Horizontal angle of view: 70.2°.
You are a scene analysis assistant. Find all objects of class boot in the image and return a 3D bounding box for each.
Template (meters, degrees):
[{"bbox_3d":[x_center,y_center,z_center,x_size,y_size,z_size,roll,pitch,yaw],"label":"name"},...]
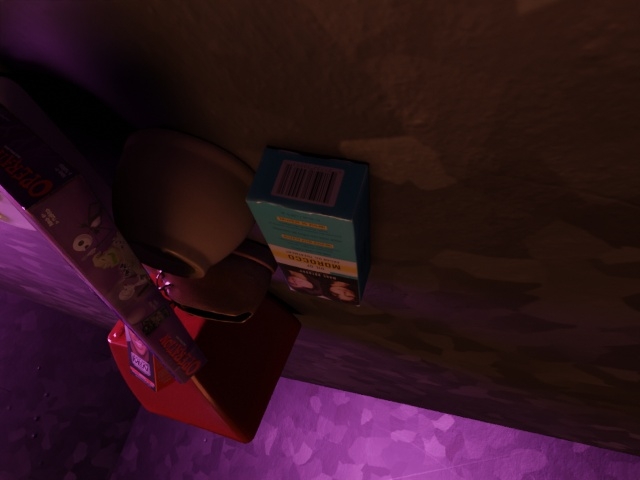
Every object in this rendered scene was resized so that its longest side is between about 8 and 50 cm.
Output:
[{"bbox_3d":[-0.224,0.037,0.682,0.306,0.115,0.112,14,160,12],"label":"boot"}]

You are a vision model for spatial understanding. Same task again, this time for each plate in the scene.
[{"bbox_3d":[-0.390,-0.081,0.567,0.278,0.045,0.277,9,148,19],"label":"plate"}]

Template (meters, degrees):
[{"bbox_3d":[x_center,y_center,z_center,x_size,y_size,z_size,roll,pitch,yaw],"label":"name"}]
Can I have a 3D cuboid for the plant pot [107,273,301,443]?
[{"bbox_3d":[-0.232,0.187,0.881,0.267,0.267,0.235,6,141,25],"label":"plant pot"}]

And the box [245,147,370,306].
[{"bbox_3d":[0.000,0.000,0.503,0.101,0.060,0.244,12,157,12],"label":"box"}]

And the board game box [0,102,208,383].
[{"bbox_3d":[-0.237,0.014,0.468,0.208,0.056,0.346,31,152,22],"label":"board game box"}]

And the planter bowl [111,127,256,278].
[{"bbox_3d":[-0.150,-0.025,0.489,0.162,0.109,0.162,14,158,6],"label":"planter bowl"}]

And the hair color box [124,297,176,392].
[{"bbox_3d":[-0.254,0.148,0.682,0.072,0.043,0.141,19,117,32],"label":"hair color box"}]
